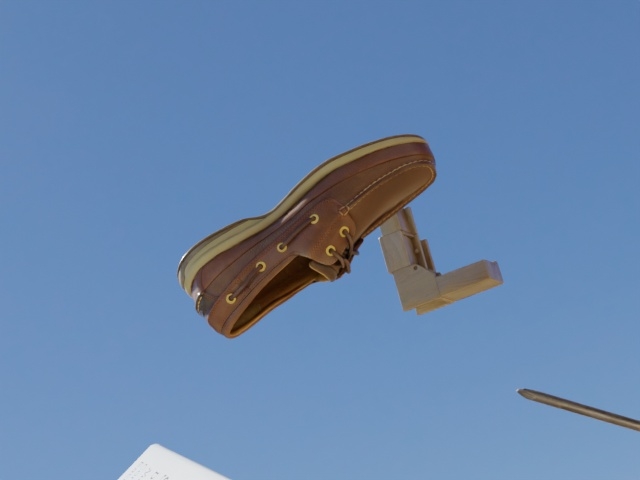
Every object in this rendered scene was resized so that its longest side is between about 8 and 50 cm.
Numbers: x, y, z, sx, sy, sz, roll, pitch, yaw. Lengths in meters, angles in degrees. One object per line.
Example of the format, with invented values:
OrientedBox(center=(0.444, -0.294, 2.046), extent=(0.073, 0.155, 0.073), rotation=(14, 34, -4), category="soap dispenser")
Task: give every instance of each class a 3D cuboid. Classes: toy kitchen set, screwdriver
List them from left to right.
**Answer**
OrientedBox(center=(0.096, 0.007, 1.258), extent=(0.075, 0.083, 0.068), rotation=(-21, -16, 21), category="toy kitchen set")
OrientedBox(center=(0.158, 0.084, 0.638), extent=(0.170, 0.024, 0.025), rotation=(13, -38, 7), category="screwdriver")

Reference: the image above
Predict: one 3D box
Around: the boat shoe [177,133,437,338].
OrientedBox(center=(0.000, 0.000, 1.014), extent=(0.178, 0.060, 0.064), rotation=(-32, -31, 0), category="boat shoe")

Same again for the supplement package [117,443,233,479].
OrientedBox(center=(-0.031, 0.227, 0.623), extent=(0.199, 0.198, 0.263), rotation=(-46, 15, -14), category="supplement package")
